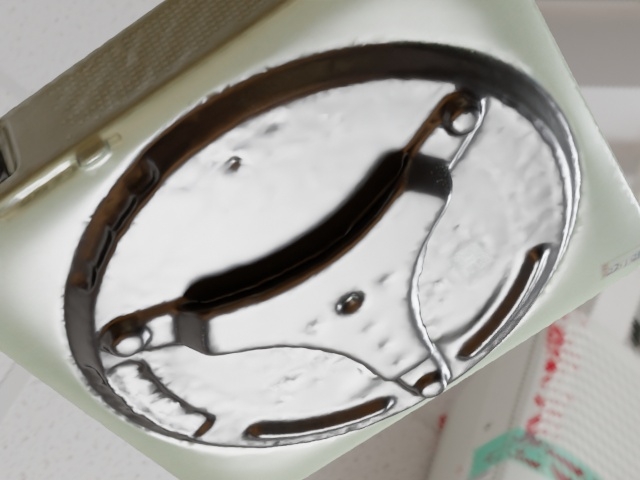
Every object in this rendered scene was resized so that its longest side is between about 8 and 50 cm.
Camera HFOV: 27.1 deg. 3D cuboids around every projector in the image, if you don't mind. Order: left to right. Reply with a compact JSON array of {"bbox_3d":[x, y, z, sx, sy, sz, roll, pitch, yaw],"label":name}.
[{"bbox_3d":[0.000,0.000,0.580,0.259,0.257,0.079,48,-168,-47],"label":"projector"}]
